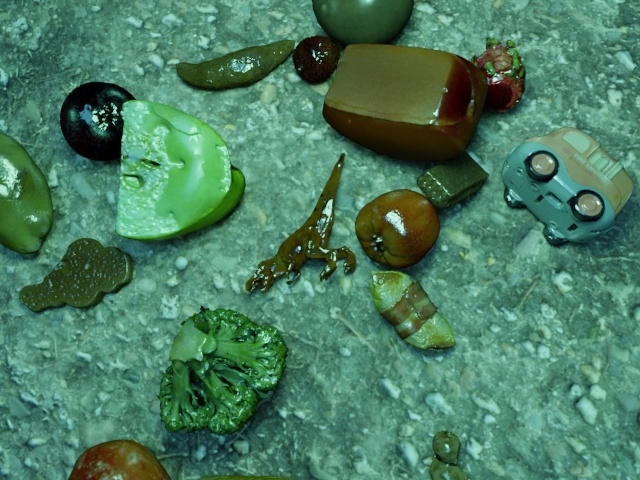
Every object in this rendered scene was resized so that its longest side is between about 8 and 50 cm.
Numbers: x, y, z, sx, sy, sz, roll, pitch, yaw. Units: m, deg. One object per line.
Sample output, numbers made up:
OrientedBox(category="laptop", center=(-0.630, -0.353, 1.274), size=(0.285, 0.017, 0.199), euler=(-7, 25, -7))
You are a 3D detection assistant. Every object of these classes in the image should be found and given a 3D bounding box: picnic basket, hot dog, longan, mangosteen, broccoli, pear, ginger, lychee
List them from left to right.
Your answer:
OrientedBox(category="mangosteen", center=(-0.597, -0.315, 1.576), size=(0.216, 0.216, 0.216), euler=(-2, 78, 7))
OrientedBox(category="pear", center=(-0.349, -0.163, 1.488), size=(0.318, 0.238, 0.342), euler=(5, 91, -6))
OrientedBox(category="broccoli", center=(-0.241, 0.295, 1.352), size=(0.304, 0.283, 0.321), euler=(4, 60, 19))
OrientedBox(category="lychee", center=(-0.009, -0.489, 1.565), size=(0.129, 0.123, 0.123), euler=(-18, 76, -9))
OrientedBox(category="longan", center=(0.110, -0.618, 1.506), size=(0.258, 0.258, 0.257), euler=(-2, 78, 7))
OrientedBox(category="hot dog", center=(0.211, 0.168, 1.411), size=(0.123, 0.093, 0.261), euler=(-37, 91, -10))
OrientedBox(category="ginger", center=(0.285, 0.539, 1.328), size=(0.105, 0.080, 0.203), euler=(8, 81, 15))
OrientedBox(category="picnic basket", center=(0.327, -0.152, 1.428), size=(0.193, 0.054, 0.110), euler=(-29, 71, -36))

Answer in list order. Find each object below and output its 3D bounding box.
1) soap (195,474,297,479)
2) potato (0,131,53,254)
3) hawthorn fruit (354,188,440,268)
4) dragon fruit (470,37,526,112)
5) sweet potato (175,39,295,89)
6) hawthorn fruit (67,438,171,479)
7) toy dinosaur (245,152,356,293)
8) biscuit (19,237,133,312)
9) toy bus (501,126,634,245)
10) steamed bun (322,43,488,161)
OrientedBox(category="soap", center=(-0.176, 0.589, 1.350), size=(0.232, 0.140, 0.073), euler=(-2, 75, 8))
OrientedBox(category="potato", center=(-0.843, -0.122, 1.568), size=(0.218, 0.202, 0.350), euler=(-32, 89, -11))
OrientedBox(category="hawthorn fruit", center=(0.206, -0.040, 1.426), size=(0.226, 0.196, 0.196), euler=(-34, 74, -29))
OrientedBox(category="dragon fruit", center=(0.438, -0.421, 1.470), size=(0.160, 0.167, 0.171), euler=(-36, 35, 38))
OrientedBox(category="sweet potato", center=(-0.229, -0.478, 1.605), size=(0.342, 0.092, 0.114), euler=(-13, 60, 4))
OrientedBox(category="hawthorn fruit", center=(-0.471, 0.613, 1.336), size=(0.285, 0.284, 0.284), euler=(-2, 78, 7))
OrientedBox(category="toy dinosaur", center=(0.000, 0.000, 1.476), size=(0.208, 0.097, 0.432), euler=(38, 82, 23))
OrientedBox(category="biscuit", center=(-0.657, 0.101, 1.566), size=(0.320, 0.047, 0.183), euler=(-30, 74, 1))
OrientedBox(category="toy bus", center=(0.592, -0.144, 1.378), size=(0.232, 0.194, 0.287), euler=(-40, 75, -10))
OrientedBox(category="steamed bun", center=(0.211, -0.323, 1.426), size=(0.380, 0.248, 0.234), euler=(17, 82, 30))
